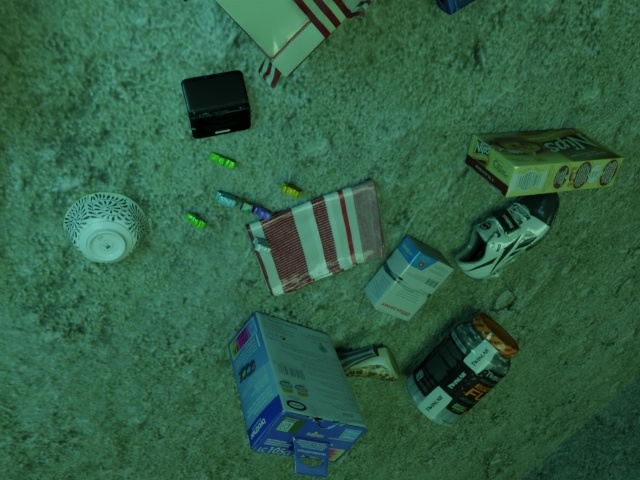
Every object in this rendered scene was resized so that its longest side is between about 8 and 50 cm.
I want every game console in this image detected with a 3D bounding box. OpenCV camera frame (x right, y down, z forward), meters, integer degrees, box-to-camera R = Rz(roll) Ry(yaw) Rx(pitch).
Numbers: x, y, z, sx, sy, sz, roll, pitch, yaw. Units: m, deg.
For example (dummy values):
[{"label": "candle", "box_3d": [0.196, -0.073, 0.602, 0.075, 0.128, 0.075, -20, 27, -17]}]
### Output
[{"label": "game console", "box_3d": [-0.207, -0.271, 1.079, 0.122, 0.071, 0.107, -13, 157, -12]}]

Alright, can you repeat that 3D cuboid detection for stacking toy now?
[{"label": "stacking toy", "box_3d": [-0.172, -0.081, 1.197, 0.221, 0.052, 0.167, 22, 106, -20]}]

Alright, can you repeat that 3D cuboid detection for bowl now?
[{"label": "bowl", "box_3d": [-0.448, -0.009, 1.126, 0.169, 0.080, 0.170, -11, 127, -15]}]

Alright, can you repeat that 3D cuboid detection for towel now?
[{"label": "towel", "box_3d": [0.000, 0.000, 1.339, 0.328, 0.037, 0.237, -20, 128, -7]}]

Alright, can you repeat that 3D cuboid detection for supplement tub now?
[{"label": "supplement tub", "box_3d": [0.447, 0.403, 1.694, 0.207, 0.207, 0.338, 26, 112, -34]}]

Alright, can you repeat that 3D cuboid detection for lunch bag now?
[{"label": "lunch bag", "box_3d": [0.255, -0.502, 1.062, 0.065, 0.067, 0.098, -33, 128, 3]}]

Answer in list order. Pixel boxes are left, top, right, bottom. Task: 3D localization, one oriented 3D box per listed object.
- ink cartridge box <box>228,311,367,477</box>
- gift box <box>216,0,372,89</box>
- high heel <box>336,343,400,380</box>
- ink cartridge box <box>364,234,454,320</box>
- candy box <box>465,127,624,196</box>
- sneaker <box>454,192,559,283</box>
[{"label": "ink cartridge box", "box_3d": [-0.058, 0.392, 1.362, 0.269, 0.396, 0.151, 24, 113, -33]}, {"label": "gift box", "box_3d": [-0.071, -0.422, 0.843, 0.255, 0.277, 0.258, -39, 144, 14]}, {"label": "high heel", "box_3d": [0.130, 0.395, 1.661, 0.186, 0.093, 0.261, -23, 142, 20]}, {"label": "ink cartridge box", "box_3d": [0.240, 0.107, 1.477, 0.148, 0.086, 0.203, 25, 112, -34]}, {"label": "candy box", "box_3d": [0.545, -0.197, 1.320, 0.316, 0.183, 0.088, -6, 126, -18]}, {"label": "sneaker", "box_3d": [0.503, -0.025, 1.465, 0.146, 0.122, 0.331, 25, 111, -35]}]
